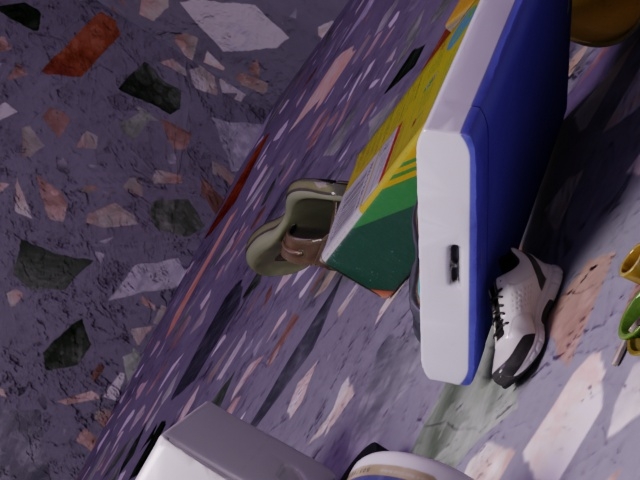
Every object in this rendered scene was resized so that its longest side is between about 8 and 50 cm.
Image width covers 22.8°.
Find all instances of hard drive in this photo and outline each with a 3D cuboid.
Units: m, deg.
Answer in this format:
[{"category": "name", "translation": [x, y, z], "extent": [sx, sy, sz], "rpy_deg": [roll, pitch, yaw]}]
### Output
[{"category": "hard drive", "translation": [0.129, -0.082, 1.123], "extent": [0.319, 0.040, 0.210], "rpy_deg": [-64, -23, -46]}]

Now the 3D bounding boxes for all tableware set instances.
[{"category": "tableware set", "translation": [0.196, 0.008, 0.825], "extent": [0.104, 0.024, 0.154], "rpy_deg": [-61, 8, -19]}]

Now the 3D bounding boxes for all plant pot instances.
[{"category": "plant pot", "translation": [0.227, -0.231, 1.233], "extent": [0.095, 0.134, 0.134], "rpy_deg": [-34, -6, -32]}]

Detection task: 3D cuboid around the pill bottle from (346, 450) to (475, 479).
[{"category": "pill bottle", "translation": [0.030, 0.205, 0.837], "extent": [0.169, 0.094, 0.094], "rpy_deg": [-63, 9, -32]}]

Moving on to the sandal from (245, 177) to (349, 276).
[{"category": "sandal", "translation": [0.001, 0.001, 1.815], "extent": [0.303, 0.120, 0.086], "rpy_deg": [134, 138, -62]}]

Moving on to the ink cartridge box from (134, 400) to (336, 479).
[{"category": "ink cartridge box", "translation": [-0.125, 0.291, 1.200], "extent": [0.306, 0.131, 0.226], "rpy_deg": [-61, -3, 3]}]

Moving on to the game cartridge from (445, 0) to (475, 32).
[{"category": "game cartridge", "translation": [0.275, -0.387, 1.767], "extent": [0.324, 0.052, 0.285], "rpy_deg": [-58, 8, -13]}]

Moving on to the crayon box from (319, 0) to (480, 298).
[{"category": "crayon box", "translation": [0.129, -0.117, 1.492], "extent": [0.318, 0.081, 0.202], "rpy_deg": [-53, 10, 37]}]

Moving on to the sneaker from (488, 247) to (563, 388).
[{"category": "sneaker", "translation": [0.124, 0.050, 1.033], "extent": [0.040, 0.044, 0.109], "rpy_deg": [-48, 15, 45]}]

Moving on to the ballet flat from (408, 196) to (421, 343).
[{"category": "ballet flat", "translation": [0.104, 0.010, 1.233], "extent": [0.074, 0.074, 0.203], "rpy_deg": [-51, 15, 40]}]

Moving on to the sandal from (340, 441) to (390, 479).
[{"category": "sandal", "translation": [-0.003, 0.231, 1.075], "extent": [0.097, 0.054, 0.254], "rpy_deg": [-53, 9, 31]}]
